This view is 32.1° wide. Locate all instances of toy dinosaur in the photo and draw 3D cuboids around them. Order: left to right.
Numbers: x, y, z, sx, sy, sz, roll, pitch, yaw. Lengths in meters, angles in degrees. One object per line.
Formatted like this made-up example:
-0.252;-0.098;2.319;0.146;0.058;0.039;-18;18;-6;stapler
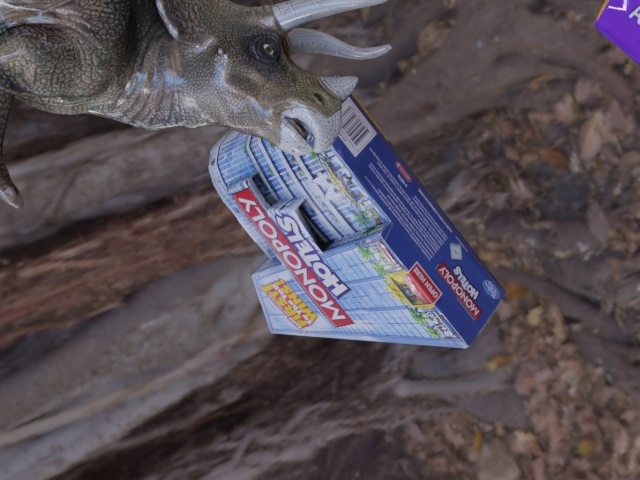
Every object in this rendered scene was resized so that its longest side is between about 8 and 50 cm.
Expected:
-0.137;-0.120;0.436;0.313;0.160;0.121;41;168;-22;toy dinosaur

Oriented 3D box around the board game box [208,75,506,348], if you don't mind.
0.000;0.000;0.799;0.194;0.060;0.194;51;145;-14;board game box

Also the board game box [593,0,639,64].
0.440;-0.147;0.538;0.356;0.356;0.356;53;129;40;board game box
